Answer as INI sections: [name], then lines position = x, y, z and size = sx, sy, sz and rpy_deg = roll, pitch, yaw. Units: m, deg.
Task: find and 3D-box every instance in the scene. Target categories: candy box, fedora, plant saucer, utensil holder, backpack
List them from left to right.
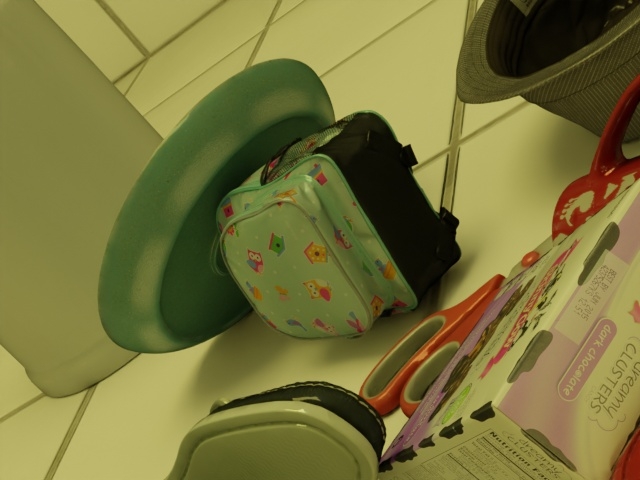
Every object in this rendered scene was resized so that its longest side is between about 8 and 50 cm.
[utensil holder]
position = -0.343, -0.062, 1.453
size = 0.327, 0.385, 0.327
rpy_deg = -36, 20, 15
[plant saucer]
position = -0.079, -0.019, 1.139
size = 0.317, 0.043, 0.317
rpy_deg = -44, -25, -27
[backpack]
position = 0.000, 0.000, 1.025
size = 0.144, 0.166, 0.188
rpy_deg = -43, 16, -30
[candy box]
position = 0.127, 0.073, 0.686
size = 0.165, 0.070, 0.196
rpy_deg = -51, -1, -25
[fedora]
position = 0.239, -0.171, 1.004
size = 0.243, 0.124, 0.275
rpy_deg = -31, 28, 29

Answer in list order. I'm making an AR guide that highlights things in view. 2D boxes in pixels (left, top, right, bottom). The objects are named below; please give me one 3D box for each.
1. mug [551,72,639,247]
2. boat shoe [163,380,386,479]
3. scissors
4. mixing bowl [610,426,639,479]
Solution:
[mug]
position = 0.229, -0.031, 0.732
size = 0.113, 0.150, 0.169
rpy_deg = -1, -11, -34
[boat shoe]
position = -0.036, 0.142, 0.799
size = 0.091, 0.114, 0.302
rpy_deg = -51, 8, -35
[scissors]
position = 0.143, 0.026, 0.922
size = 0.297, 0.021, 0.109
rpy_deg = -47, 19, -13
[mixing bowl]
position = 0.193, 0.121, 0.527
size = 0.181, 0.098, 0.181
rpy_deg = -35, 22, 16
